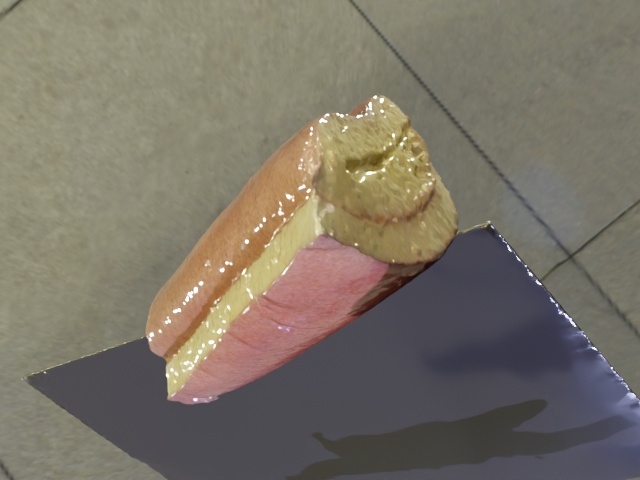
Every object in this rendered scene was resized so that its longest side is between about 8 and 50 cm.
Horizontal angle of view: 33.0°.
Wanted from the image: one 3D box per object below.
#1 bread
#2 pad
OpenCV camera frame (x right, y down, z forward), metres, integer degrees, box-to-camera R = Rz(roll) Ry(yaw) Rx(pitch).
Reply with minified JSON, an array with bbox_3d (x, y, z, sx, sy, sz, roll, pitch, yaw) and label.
[{"bbox_3d":[0.000,0.001,0.432,0.119,0.192,0.067,-39,89,-29],"label":"bread"},{"bbox_3d":[0.013,0.114,0.696,0.368,0.247,0.007,-21,39,34],"label":"pad"}]
